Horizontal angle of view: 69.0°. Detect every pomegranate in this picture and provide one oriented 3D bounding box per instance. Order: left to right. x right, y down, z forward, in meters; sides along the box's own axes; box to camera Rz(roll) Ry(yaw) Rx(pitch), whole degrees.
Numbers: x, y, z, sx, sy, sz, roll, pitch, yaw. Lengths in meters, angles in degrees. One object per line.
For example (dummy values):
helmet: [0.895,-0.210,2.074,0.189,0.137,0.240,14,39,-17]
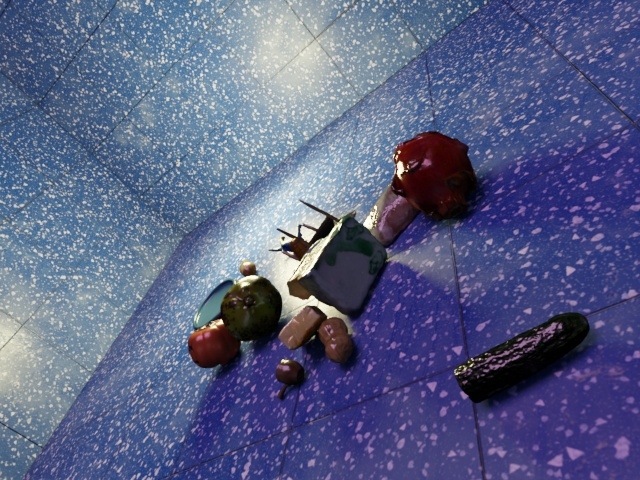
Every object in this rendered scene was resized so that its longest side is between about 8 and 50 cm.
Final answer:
pomegranate: [-0.256,0.235,1.656,0.222,0.204,0.276,-42,21,-17]

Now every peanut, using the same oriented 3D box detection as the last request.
peanut: [-0.345,0.132,2.195,0.076,0.076,0.152,-48,24,-9]
peanut: [0.040,0.263,1.243,0.089,0.089,0.193,-42,21,4]

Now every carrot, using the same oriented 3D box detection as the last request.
carrot: [-0.041,0.065,1.621,0.060,0.186,0.060,-34,18,12]

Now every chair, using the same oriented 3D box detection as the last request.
chair: [0.000,0.000,1.725,0.272,0.166,0.188,24,59,21]

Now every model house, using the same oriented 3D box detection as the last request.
model house: [0.017,0.108,1.482,0.325,0.194,0.267,-30,21,55]

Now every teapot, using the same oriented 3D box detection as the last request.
teapot: [-0.086,0.389,1.300,0.080,0.085,0.111,4,77,33]

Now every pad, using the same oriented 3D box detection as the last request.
pad: [0.061,-0.054,1.901,0.193,0.004,0.116,-27,27,38]

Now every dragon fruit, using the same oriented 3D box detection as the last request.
dragon fruit: [0.332,-0.200,1.391,0.250,0.250,0.315,-22,53,44]

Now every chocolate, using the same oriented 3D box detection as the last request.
chocolate: [0.250,-0.118,1.572,0.303,0.100,0.185,-51,25,-10]

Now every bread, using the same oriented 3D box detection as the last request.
bread: [-0.044,0.249,1.344,0.125,0.068,0.188,-47,-11,-1]

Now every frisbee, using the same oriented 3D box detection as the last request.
frisbee: [-0.475,0.299,2.144,0.289,0.049,0.290,-37,26,21]

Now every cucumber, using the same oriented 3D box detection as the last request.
cucumber: [0.356,0.202,0.816,0.241,0.074,0.074,-35,23,18]

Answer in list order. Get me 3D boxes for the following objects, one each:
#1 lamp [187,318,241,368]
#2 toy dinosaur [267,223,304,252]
lamp: [-0.378,0.379,1.681,0.187,0.164,0.187,-23,6,2]
toy dinosaur: [-0.128,0.036,1.996,0.247,0.075,0.188,-28,33,22]
